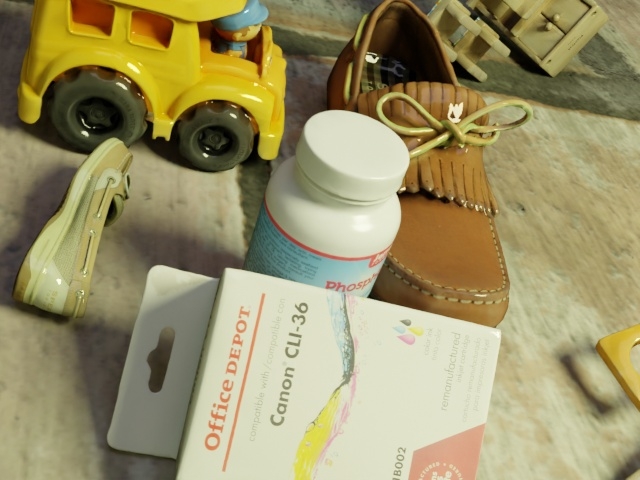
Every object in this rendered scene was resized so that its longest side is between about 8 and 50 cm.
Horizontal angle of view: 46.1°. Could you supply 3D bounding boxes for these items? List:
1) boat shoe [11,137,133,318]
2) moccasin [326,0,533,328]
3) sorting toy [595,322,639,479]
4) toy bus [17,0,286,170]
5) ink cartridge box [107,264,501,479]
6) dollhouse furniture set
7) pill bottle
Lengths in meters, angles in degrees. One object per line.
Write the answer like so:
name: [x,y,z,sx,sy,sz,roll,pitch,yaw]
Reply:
boat shoe: [-0.158,-0.012,0.520,0.048,0.056,0.153,25,41,-10]
moccasin: [0.083,-0.082,0.625,0.139,0.147,0.380,13,41,-9]
sorting toy: [0.302,0.180,0.462,0.196,0.047,0.347,-29,57,-18]
toy bus: [-0.119,-0.185,0.607,0.220,0.211,0.149,9,40,-16]
ink cartridge box: [-0.011,0.085,0.421,0.198,0.067,0.115,13,81,-9]
dollhouse furniture set: [0.219,-0.319,0.907,0.242,0.212,0.161,15,34,-51]
pill bottle: [0.000,0.000,0.488,0.087,0.160,0.087,12,41,-10]
